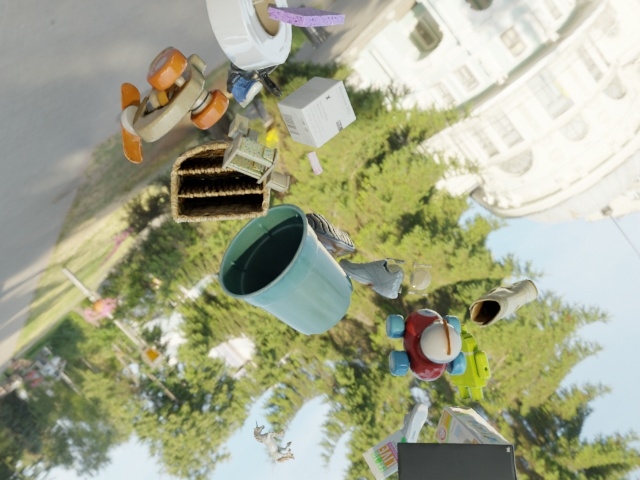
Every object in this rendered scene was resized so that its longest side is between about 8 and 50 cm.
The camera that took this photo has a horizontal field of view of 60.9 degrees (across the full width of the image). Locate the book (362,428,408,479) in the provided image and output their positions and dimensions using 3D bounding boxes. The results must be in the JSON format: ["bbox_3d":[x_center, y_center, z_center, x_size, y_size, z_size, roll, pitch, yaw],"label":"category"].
[{"bbox_3d":[0.217,0.673,1.704,0.144,0.096,0.035,-36,150,7],"label":"book"}]

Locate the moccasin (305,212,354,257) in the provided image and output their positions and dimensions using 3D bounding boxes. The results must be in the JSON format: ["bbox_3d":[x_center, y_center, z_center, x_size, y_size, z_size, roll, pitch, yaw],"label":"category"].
[{"bbox_3d":[-0.002,-0.003,2.017,0.147,0.139,0.380,-35,162,11],"label":"moccasin"}]

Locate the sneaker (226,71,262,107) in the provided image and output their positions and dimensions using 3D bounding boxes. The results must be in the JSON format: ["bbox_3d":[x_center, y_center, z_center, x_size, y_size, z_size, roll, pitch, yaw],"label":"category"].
[{"bbox_3d":[-0.210,-0.411,1.451,0.058,0.084,0.152,-48,-166,-11],"label":"sneaker"}]

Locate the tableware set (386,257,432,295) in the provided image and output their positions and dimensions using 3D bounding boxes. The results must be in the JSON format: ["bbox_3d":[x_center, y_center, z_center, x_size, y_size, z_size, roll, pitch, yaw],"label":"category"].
[{"bbox_3d":[0.335,0.143,2.136,0.039,0.194,0.128,-165,-96,-83],"label":"tableware set"}]

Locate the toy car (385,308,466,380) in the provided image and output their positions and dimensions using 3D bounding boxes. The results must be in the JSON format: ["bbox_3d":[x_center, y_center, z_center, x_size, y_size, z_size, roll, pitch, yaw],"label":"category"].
[{"bbox_3d":[0.328,0.276,1.553,0.238,0.219,0.210,115,-24,-62],"label":"toy car"}]

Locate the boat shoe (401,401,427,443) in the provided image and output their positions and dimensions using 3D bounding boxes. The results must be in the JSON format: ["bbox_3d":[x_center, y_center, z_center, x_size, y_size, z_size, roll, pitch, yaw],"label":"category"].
[{"bbox_3d":[0.302,0.612,1.817,0.063,0.066,0.184,31,-66,50],"label":"boat shoe"}]

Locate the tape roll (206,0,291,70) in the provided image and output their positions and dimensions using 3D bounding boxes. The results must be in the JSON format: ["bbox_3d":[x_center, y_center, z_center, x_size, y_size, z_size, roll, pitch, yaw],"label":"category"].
[{"bbox_3d":[-0.187,-0.614,1.482,0.100,0.286,0.286,-6,-155,25],"label":"tape roll"}]

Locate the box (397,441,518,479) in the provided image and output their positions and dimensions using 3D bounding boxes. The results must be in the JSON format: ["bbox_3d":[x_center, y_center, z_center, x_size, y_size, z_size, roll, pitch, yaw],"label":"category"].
[{"bbox_3d":[0.313,0.547,1.287,0.261,0.184,0.103,-2,-125,8],"label":"box"}]

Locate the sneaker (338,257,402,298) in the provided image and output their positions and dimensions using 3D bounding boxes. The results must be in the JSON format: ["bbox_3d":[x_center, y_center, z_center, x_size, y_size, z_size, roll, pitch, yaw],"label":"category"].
[{"bbox_3d":[0.190,0.110,2.018,0.099,0.262,0.121,9,106,-63],"label":"sneaker"}]

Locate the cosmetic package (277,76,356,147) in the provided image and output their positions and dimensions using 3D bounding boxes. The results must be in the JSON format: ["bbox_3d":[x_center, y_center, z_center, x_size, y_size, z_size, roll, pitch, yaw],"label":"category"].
[{"bbox_3d":[-0.012,-0.431,1.818,0.183,0.151,0.151,-41,-141,-19],"label":"cosmetic package"}]

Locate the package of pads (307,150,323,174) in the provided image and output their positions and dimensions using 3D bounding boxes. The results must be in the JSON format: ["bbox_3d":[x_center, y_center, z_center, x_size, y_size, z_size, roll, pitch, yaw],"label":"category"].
[{"bbox_3d":[-0.019,-0.278,1.954,0.031,0.083,0.050,-22,-171,6],"label":"package of pads"}]

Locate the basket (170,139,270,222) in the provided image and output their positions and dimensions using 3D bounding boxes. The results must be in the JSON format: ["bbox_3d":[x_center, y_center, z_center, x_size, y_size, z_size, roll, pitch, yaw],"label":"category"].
[{"bbox_3d":[-0.307,-0.193,1.695,0.299,0.214,0.223,-2,-158,-1],"label":"basket"}]

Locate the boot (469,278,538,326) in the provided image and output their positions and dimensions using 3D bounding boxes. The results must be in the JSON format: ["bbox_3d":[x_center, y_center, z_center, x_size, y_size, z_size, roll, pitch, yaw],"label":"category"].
[{"bbox_3d":[0.522,0.215,1.700,0.203,0.095,0.262,-17,167,-36],"label":"boot"}]

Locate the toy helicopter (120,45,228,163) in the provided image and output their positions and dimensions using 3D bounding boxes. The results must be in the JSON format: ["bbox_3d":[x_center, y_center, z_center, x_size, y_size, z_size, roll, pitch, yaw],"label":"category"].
[{"bbox_3d":[-0.335,-0.311,1.146,0.235,0.140,0.355,-39,-143,14],"label":"toy helicopter"}]

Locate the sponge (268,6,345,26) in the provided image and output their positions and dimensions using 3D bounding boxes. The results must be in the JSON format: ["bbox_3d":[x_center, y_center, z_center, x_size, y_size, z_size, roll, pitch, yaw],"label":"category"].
[{"bbox_3d":[-0.036,-0.615,1.496,0.210,0.117,0.031,-31,139,-51],"label":"sponge"}]

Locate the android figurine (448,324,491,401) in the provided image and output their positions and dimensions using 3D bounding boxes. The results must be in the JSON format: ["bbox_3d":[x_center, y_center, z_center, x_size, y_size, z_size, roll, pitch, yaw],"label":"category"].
[{"bbox_3d":[0.529,0.445,1.996,0.056,0.273,0.248,-6,170,-18],"label":"android figurine"}]

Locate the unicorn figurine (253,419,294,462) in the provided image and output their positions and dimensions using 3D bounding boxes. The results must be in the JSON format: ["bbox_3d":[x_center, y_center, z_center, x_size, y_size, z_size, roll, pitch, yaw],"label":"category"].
[{"bbox_3d":[-0.156,0.648,1.759,0.111,0.162,0.060,-31,166,26],"label":"unicorn figurine"}]

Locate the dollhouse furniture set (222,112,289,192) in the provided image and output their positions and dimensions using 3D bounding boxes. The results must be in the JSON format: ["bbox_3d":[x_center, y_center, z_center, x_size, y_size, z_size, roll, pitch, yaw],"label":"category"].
[{"bbox_3d":[-0.146,-0.245,1.438,0.101,0.181,0.161,-38,-140,47],"label":"dollhouse furniture set"}]

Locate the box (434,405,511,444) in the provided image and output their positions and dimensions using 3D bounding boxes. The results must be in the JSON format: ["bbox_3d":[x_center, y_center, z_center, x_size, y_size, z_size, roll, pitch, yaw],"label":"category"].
[{"bbox_3d":[0.441,0.587,1.594,0.203,0.103,0.114,39,-64,62],"label":"box"}]

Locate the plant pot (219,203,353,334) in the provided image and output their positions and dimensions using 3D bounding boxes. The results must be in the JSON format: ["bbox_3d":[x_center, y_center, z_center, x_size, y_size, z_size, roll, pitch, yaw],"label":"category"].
[{"bbox_3d":[-0.087,0.118,1.744,0.341,0.334,0.341,-24,-138,24],"label":"plant pot"}]

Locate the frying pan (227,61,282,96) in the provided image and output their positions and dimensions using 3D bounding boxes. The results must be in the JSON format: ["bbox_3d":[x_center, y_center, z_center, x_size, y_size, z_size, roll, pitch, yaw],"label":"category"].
[{"bbox_3d":[-0.226,-0.551,1.798,0.197,0.053,0.326,-15,-136,11],"label":"frying pan"}]
